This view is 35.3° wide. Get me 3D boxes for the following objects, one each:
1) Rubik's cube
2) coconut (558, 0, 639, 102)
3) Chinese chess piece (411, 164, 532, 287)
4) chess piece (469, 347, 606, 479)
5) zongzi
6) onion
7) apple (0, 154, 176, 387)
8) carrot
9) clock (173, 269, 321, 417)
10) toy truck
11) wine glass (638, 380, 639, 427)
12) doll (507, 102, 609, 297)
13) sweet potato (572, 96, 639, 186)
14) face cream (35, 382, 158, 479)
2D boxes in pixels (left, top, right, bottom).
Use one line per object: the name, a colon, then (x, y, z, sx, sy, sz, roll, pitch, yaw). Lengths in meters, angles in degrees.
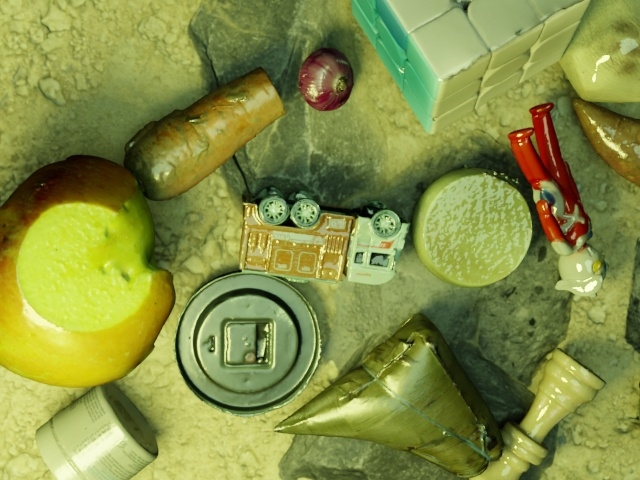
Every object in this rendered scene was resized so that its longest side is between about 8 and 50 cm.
Rubik's cube: (0.238, -0.401, 1.688, 0.291, 0.291, 0.290, -30, 80, -2)
coconut: (0.540, -0.346, 1.819, 0.224, 0.224, 0.224, -1, 99, -7)
Chinese chess piece: (0.287, -0.026, 1.892, 0.238, 0.092, 0.237, -1, 99, -6)
chess piece: (0.394, 0.398, 1.965, 0.117, 0.117, 0.397, 35, 94, -11)
zongzi: (0.136, 0.364, 1.897, 0.360, 0.160, 0.323, -34, 100, -2)
onion: (0.006, -0.291, 1.818, 0.104, 0.115, 0.115, 18, 99, 35)
apple: (-0.407, 0.062, 1.683, 0.374, 0.374, 0.384, 41, 103, -11)
carrot: (-0.205, -0.185, 1.786, 0.302, 0.139, 0.138, -30, 101, -8)
clock: (-0.138, 0.191, 1.889, 0.281, 0.055, 0.280, -1, 99, -7)
toy truck: (0.000, 0.000, 1.837, 0.305, 0.136, 0.162, 7, 100, -7)
wine glass: (0.710, 0.420, 1.996, 0.143, 0.143, 0.321, -12, 98, -5)
doll: (0.451, -0.057, 1.879, 0.099, 0.188, 0.384, -8, 115, 35)
sweet potato: (0.613, -0.167, 1.899, 0.337, 0.131, 0.131, 40, 92, -13)
face cream: (-0.401, 0.365, 1.820, 0.153, 0.177, 0.177, -37, 101, -3)
